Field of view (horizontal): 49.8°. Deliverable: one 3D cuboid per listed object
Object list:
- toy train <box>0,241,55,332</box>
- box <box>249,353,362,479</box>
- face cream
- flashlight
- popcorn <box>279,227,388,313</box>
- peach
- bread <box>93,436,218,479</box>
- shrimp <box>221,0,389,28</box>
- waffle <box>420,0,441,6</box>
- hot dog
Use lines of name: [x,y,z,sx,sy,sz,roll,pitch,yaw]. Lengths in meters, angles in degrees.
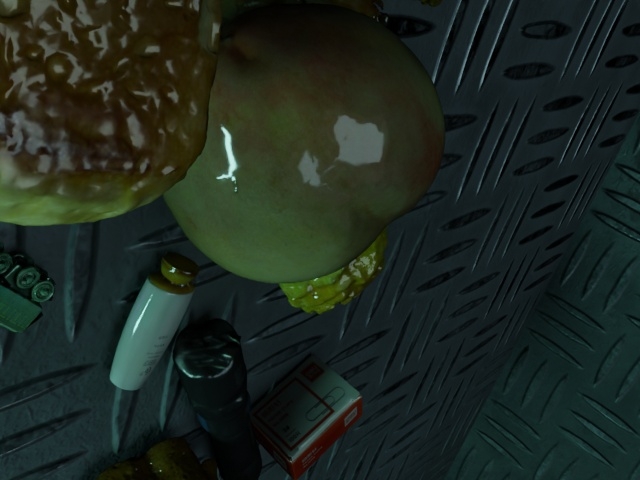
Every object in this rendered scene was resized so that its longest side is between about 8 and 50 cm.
toy train: [-0.310,0.038,0.652,0.071,0.038,0.148,-46,150,-8]
box: [-0.030,0.314,1.239,0.182,0.133,0.099,-37,145,-25]
face cream: [-0.206,0.101,0.850,0.072,0.051,0.182,3,120,-55]
flashlight: [-0.145,0.277,1.076,0.103,0.103,0.424,-37,147,-26]
popcorn: [-0.005,-0.002,0.909,0.155,0.197,0.198,8,115,-40]
peach: [-0.023,-0.095,0.679,0.292,0.248,0.292,-16,158,-7]
bread: [-0.262,0.414,1.017,0.246,0.135,0.232,-42,137,-10]
shrimp: [-0.007,-0.253,0.763,0.294,0.062,0.154,6,129,-54]
waffle: [0.169,-0.410,0.852,0.228,0.051,0.232,17,106,-56]
hot dog: [-0.169,-0.223,0.383,0.185,0.223,0.406,-6,112,-49]
